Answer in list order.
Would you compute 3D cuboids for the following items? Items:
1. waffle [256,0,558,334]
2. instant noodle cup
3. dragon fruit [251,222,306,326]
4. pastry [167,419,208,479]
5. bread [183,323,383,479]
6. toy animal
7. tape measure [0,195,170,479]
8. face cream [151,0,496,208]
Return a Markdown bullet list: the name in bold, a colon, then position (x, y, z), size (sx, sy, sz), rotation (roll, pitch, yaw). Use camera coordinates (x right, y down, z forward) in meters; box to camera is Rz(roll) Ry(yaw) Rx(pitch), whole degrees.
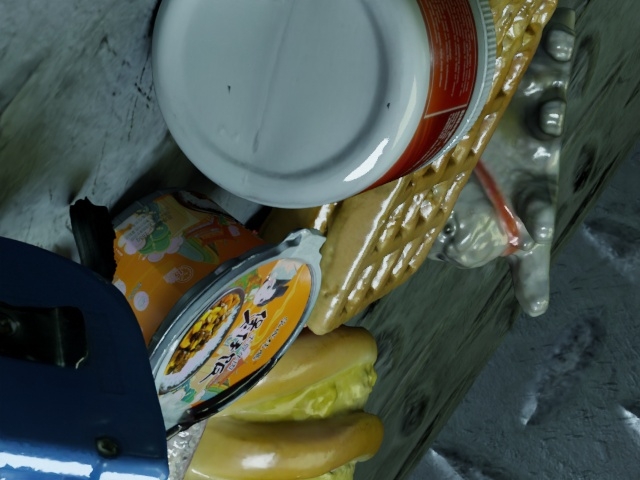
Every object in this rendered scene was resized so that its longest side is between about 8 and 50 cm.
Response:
- **waffle**: position (0.073, -0.095, 1.556), size (0.328, 0.098, 0.224), rotation (-61, 166, 23)
- **instant noodle cup**: position (-0.105, 0.040, 1.470), size (0.208, 0.125, 0.177), rotation (-45, 154, -4)
- **dragon fruit**: position (0.000, 0.000, 1.781), size (0.150, 0.133, 0.208), rotation (82, 31, -63)
- **pastry**: position (-0.173, 0.207, 1.676), size (0.265, 0.112, 0.103), rotation (-55, 177, -3)
- **bread**: position (-0.043, 0.191, 1.867), size (0.270, 0.211, 0.315), rotation (-59, 169, 2)
- **toy animal**: position (0.196, -0.113, 2.184), size (0.308, 0.188, 0.266), rotation (87, 16, -49)
- **tape measure**: position (-0.205, 0.044, 1.189), size (0.098, 0.215, 0.351), rotation (-65, -152, 29)
- **face cream**: position (0.005, -0.131, 1.348), size (0.201, 0.201, 0.187), rotation (-62, 165, 19)
